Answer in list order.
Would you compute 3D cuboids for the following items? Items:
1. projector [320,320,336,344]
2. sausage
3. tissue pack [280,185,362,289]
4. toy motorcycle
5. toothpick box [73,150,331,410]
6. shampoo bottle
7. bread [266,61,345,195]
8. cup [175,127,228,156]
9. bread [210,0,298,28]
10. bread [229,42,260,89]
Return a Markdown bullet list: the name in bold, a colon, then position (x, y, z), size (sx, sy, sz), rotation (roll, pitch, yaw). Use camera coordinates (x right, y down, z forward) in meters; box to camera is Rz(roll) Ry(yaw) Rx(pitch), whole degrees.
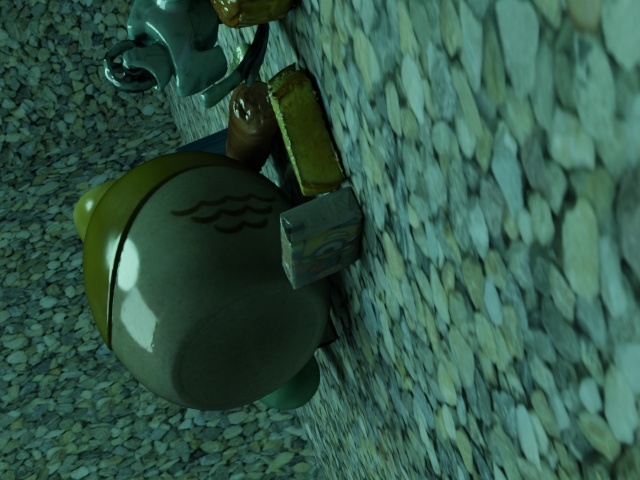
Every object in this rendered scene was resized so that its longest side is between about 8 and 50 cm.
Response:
- **projector**: position (-0.022, 0.174, 1.812), size (0.083, 0.083, 0.082), rotation (111, 138, -75)
- **sausage**: position (-0.119, -0.192, 1.600), size (0.094, 0.094, 0.419), rotation (49, 170, 1)
- **tissue pack**: position (0.000, 0.000, 1.269), size (0.148, 0.109, 0.060), rotation (92, 153, -63)
- **toy motorcycle**: position (-0.172, -0.300, 1.275), size (0.154, 0.206, 0.260), rotation (107, 177, -66)
- **toothpick box**: position (-0.212, 0.055, 1.622), size (0.425, 0.409, 0.408), rotation (52, 161, 39)
- **shampoo bottle**: position (-0.101, 0.223, 1.975), size (0.222, 0.151, 0.349), rotation (25, -159, -27)
- **bread**: position (-0.023, -0.150, 1.261), size (0.103, 0.065, 0.187), rotation (-131, 24, -79)
- **cup**: position (-0.256, -0.179, 2.203), size (0.176, 0.155, 0.131), rotation (89, 160, -58)
- **bread**: position (-0.105, -0.366, 1.150), size (0.199, 0.104, 0.199), rotation (161, 90, -78)
- **bread**: position (-0.137, -0.283, 1.695), size (0.193, 0.036, 0.112), rotation (149, 100, -81)
